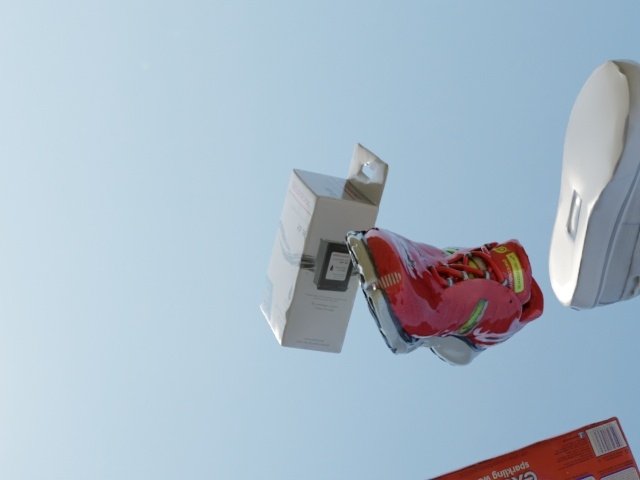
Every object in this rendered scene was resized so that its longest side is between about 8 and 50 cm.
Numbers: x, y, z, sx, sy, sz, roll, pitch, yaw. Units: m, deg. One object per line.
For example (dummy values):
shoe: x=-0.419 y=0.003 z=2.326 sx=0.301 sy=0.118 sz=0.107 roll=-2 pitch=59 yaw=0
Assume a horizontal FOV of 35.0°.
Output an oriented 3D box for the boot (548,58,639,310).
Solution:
boot: x=0.280 y=-0.048 z=0.876 sx=0.123 sy=0.258 sz=0.095 roll=-7 pitch=-135 yaw=-8

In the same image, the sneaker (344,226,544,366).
sneaker: x=0.113 y=0.031 z=0.845 sx=0.118 sy=0.279 sz=0.107 roll=-27 pitch=-111 yaw=21

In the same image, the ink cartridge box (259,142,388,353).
ink cartridge box: x=0.000 y=0.000 z=0.935 sx=0.104 sy=0.060 sz=0.180 roll=-131 pitch=-128 yaw=-67

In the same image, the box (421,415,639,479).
box: x=0.190 y=0.281 z=1.024 sx=0.257 sy=0.122 sz=0.128 roll=-15 pitch=-105 yaw=-16
